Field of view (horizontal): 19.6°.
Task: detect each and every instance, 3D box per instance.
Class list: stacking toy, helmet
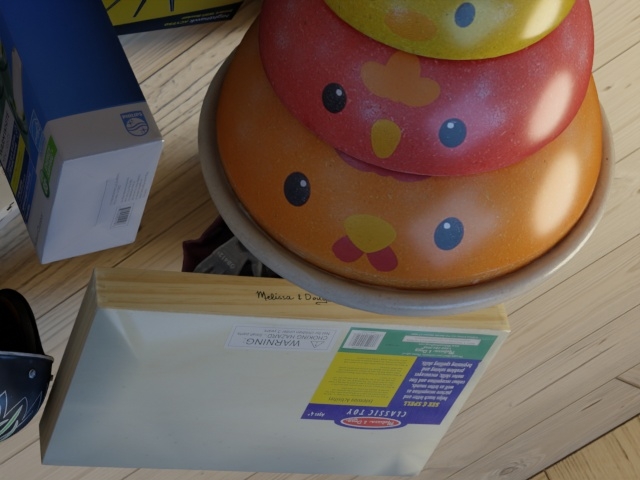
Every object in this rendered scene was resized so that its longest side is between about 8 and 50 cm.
[{"bbox_3d":[0.082,-0.202,1.396,0.350,0.351,0.480,-18,145,-16],"label":"stacking toy"},{"bbox_3d":[-0.346,0.125,1.802,0.169,0.161,0.169,-21,155,-10],"label":"helmet"}]

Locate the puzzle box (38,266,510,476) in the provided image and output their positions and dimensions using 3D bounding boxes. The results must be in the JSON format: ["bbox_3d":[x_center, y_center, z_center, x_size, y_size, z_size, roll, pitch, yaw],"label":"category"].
[{"bbox_3d":[-0.050,0.136,1.804,0.409,0.052,0.272,5,140,-20],"label":"puzzle box"}]

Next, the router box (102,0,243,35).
[{"bbox_3d":[-0.135,-0.208,1.443,0.179,0.046,0.133,-11,164,-24],"label":"router box"}]

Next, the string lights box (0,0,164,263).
[{"bbox_3d":[-0.199,-0.130,1.309,0.076,0.260,0.133,-14,153,-24],"label":"string lights box"}]

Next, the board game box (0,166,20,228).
[{"bbox_3d":[-0.379,0.038,1.624,0.305,0.053,0.193,-39,-177,28],"label":"board game box"}]

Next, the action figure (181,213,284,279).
[{"bbox_3d":[0.000,0.000,1.935,0.370,0.248,0.276,11,96,-71],"label":"action figure"}]
